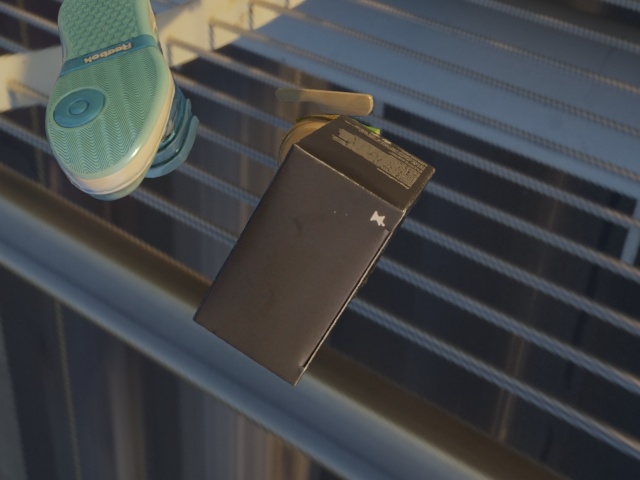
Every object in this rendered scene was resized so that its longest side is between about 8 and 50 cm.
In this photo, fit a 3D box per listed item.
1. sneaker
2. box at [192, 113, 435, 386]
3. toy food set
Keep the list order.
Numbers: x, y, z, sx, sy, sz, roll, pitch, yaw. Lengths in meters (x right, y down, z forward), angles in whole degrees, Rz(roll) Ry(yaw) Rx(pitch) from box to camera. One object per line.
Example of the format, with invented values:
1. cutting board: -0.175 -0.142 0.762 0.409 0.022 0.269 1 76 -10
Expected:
1. sneaker: -0.189 -0.112 1.034 0.127 0.319 0.208 -13 135 4
2. box: 0.000 0.000 0.746 0.093 0.158 0.156 33 110 3
3. toy food set: 0.014 -0.075 1.071 0.132 0.038 0.192 12 118 27
